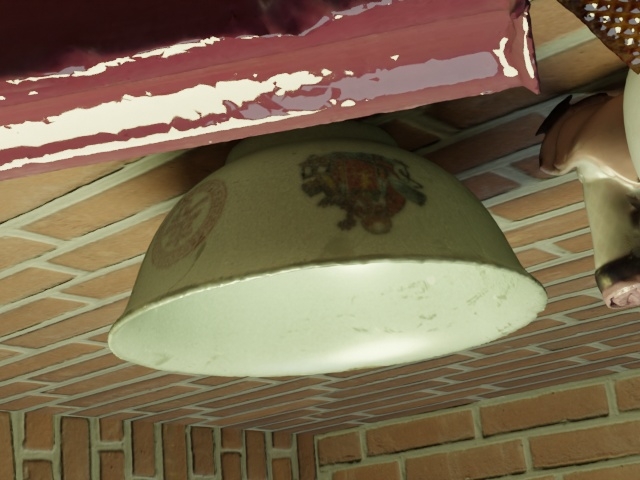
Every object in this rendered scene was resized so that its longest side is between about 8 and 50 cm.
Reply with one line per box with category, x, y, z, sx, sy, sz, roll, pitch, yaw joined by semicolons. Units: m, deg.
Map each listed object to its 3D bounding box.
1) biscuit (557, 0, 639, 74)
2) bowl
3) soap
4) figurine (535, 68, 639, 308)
biscuit;0.174;-0.197;0.627;0.252;0.070;0.106;31;143;-35
bowl;0.000;0.000;1.072;0.435;0.195;0.435;-5;162;-1
soap;-0.093;-0.161;0.501;0.360;0.232;0.128;-9;163;11
figurine;0.324;-0.089;0.843;0.211;0.253;0.361;31;161;-3
